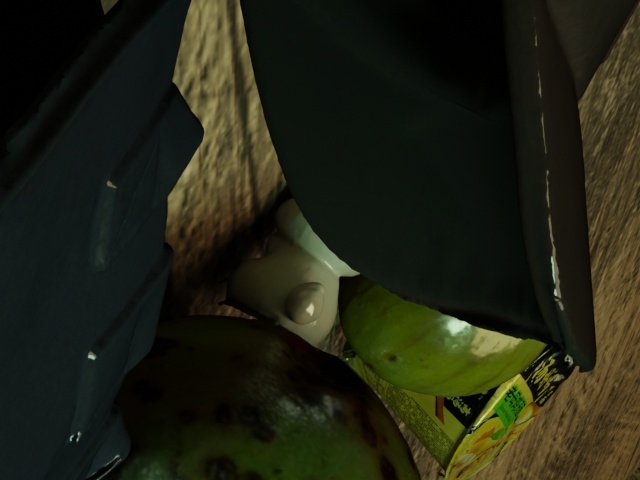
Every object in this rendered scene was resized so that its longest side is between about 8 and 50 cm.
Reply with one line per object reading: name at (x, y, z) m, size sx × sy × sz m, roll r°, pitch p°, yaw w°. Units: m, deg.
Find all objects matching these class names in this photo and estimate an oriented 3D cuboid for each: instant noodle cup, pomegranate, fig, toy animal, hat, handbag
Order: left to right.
handbag at (-0.140, 0.048, 0.637) m, size 0.269 × 0.118 × 0.325 m, roll -56°, pitch 167°, yaw -53°
pomegranate at (-0.090, 0.176, 0.907) m, size 0.306 × 0.242 × 0.242 m, roll -35°, pitch 159°, yaw -2°
toy animal at (-0.001, 0.001, 0.989) m, size 0.124 × 0.071 × 0.085 m, roll -55°, pitch 180°, yaw -10°
fig at (0.076, 0.041, 1.156) m, size 0.186 × 0.148 × 0.142 m, roll -11°, pitch -142°, yaw 56°
instant noodle cup at (0.108, 0.094, 1.304) m, size 0.151 × 0.122 × 0.151 m, roll -39°, pitch 156°, yaw -22°
hat at (0.071, -0.134, 0.599) m, size 0.209 × 0.238 × 0.336 m, roll -32°, pitch 114°, yaw -22°
